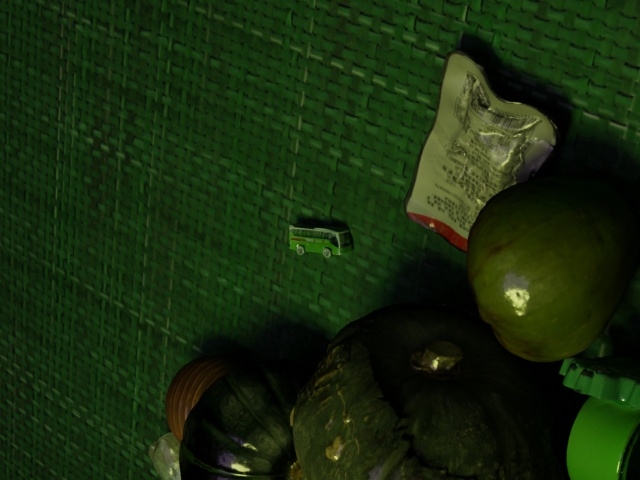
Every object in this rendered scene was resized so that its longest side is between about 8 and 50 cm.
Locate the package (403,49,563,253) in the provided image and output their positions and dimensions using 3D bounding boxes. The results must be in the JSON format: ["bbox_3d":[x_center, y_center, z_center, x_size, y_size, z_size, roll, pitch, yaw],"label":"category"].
[{"bbox_3d":[0.176,-0.084,1.523,0.166,0.040,0.232,35,135,28],"label":"package"}]

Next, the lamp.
[{"bbox_3d":[-0.139,0.219,1.848,0.136,0.136,0.136,17,118,35],"label":"lamp"}]

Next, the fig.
[{"bbox_3d":[0.237,0.022,1.418,0.191,0.181,0.181,-38,79,9],"label":"fig"}]

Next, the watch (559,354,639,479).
[{"bbox_3d":[0.306,0.199,1.437,0.131,0.165,0.152,21,104,41],"label":"watch"}]

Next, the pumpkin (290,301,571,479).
[{"bbox_3d":[0.114,0.222,1.515,0.328,0.291,0.257,42,134,39],"label":"pumpkin"}]

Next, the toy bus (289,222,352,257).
[{"bbox_3d":[0.000,0.000,1.711,0.083,0.031,0.037,6,101,39],"label":"toy bus"}]

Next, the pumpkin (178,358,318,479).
[{"bbox_3d":[-0.045,0.267,1.710,0.216,0.250,0.250,21,124,64],"label":"pumpkin"}]

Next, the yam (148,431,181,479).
[{"bbox_3d":[-0.149,0.381,1.955,0.093,0.093,0.259,-32,85,43],"label":"yam"}]
